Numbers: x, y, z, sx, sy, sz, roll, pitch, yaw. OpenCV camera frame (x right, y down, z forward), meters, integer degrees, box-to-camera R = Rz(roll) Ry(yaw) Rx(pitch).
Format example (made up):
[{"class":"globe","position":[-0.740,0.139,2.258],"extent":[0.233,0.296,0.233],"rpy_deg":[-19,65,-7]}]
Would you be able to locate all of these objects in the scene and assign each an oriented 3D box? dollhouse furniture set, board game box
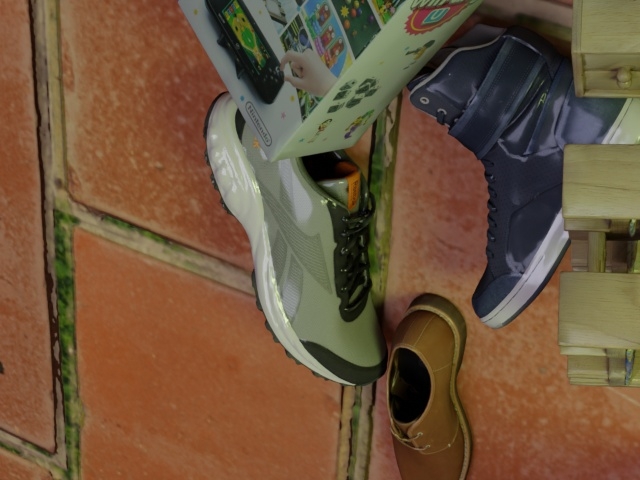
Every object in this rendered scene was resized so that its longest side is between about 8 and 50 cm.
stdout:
[{"class":"dollhouse furniture set","position":[0.235,-0.027,1.003],"extent":[0.161,0.212,0.242],"rpy_deg":[2,79,11]},{"class":"board game box","position":[0.019,-0.232,1.085],"extent":[0.303,0.097,0.224],"rpy_deg":[-47,66,42]}]

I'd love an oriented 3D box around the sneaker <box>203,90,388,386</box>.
[{"class":"sneaker","position":[0.000,0.000,1.305],"extent":[0.108,0.100,0.272],"rpy_deg":[-10,114,32]}]

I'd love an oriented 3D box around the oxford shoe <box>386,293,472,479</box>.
[{"class":"oxford shoe","position":[0.081,0.151,1.367],"extent":[0.076,0.076,0.212],"rpy_deg":[11,127,25]}]

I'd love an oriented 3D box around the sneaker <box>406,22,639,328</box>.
[{"class":"sneaker","position":[0.123,-0.053,1.183],"extent":[0.163,0.086,0.226],"rpy_deg":[28,122,1]}]
